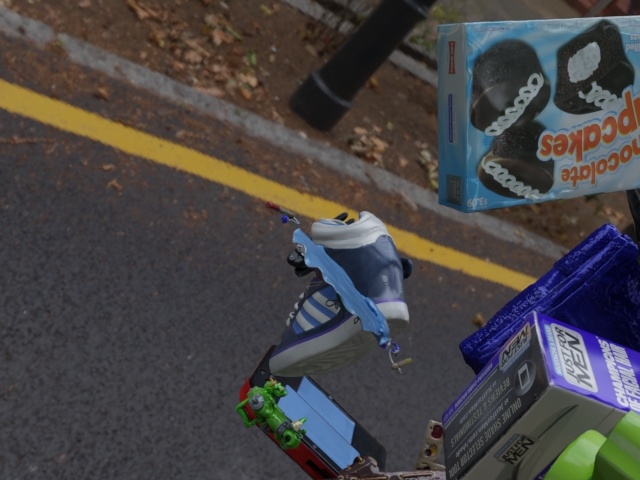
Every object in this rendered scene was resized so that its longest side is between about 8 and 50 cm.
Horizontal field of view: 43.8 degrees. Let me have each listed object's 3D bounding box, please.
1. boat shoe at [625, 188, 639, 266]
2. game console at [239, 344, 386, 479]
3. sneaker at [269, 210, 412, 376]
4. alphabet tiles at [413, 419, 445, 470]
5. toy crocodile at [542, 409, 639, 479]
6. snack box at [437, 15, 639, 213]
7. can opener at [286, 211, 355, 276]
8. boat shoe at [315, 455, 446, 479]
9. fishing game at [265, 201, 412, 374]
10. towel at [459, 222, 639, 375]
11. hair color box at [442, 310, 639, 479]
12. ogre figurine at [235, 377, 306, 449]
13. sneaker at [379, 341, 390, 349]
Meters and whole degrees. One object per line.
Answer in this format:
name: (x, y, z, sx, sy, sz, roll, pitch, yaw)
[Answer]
boat shoe: (0.517, 0.002, 1.068, 0.156, 0.187, 0.499, -13, 85, -67)
game console: (-0.003, 0.410, 1.777, 0.386, 0.060, 0.342, 44, 15, -1)
sneaker: (0.015, 0.085, 1.385, 0.130, 0.323, 0.236, 11, 57, -39)
alphabet tiles: (0.277, 0.506, 1.596, 0.198, 0.237, 0.009, 18, -10, 14)
toy crocodile: (0.242, 0.214, 0.589, 0.115, 0.105, 0.340, 36, -19, 38)
snack box: (0.276, -0.142, 0.853, 0.322, 0.187, 0.060, -9, 16, -22)
can opener: (0.000, 0.000, 1.787, 0.059, 0.186, 0.073, 40, -16, 19)
boat shoe: (0.090, 0.480, 1.539, 0.123, 0.342, 0.123, 79, 12, -49)
fishing game: (0.020, 0.062, 1.009, 0.264, 0.041, 0.189, 51, 7, 9)
towel: (0.389, 0.151, 1.192, 0.227, 0.308, 0.076, 51, -2, -2)
hair color box: (0.318, 0.218, 0.819, 0.339, 0.185, 0.110, 21, 37, -13)
ogre figurine: (-0.088, 0.325, 1.477, 0.118, 0.097, 0.197, 47, 11, -2)
sneaker: (0.110, 0.205, 1.909, 0.071, 0.068, 0.170, -3, 30, -33)
